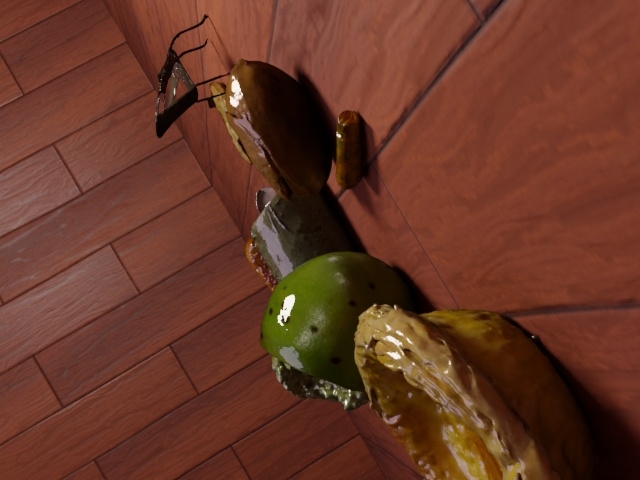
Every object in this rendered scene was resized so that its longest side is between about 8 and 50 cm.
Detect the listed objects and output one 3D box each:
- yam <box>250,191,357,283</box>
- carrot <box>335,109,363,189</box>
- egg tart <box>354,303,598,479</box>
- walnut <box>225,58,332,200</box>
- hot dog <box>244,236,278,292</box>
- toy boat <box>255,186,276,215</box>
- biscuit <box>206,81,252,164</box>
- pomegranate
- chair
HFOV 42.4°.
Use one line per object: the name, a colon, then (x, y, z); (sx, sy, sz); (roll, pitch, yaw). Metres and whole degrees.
yam: (-0.013, 0.032, 1.510); (0.304, 0.168, 0.168); (59, 171, -7)
carrot: (0.039, -0.121, 1.118); (0.042, 0.042, 0.171); (55, 167, 23)
egg tart: (0.190, 0.210, 0.964); (0.388, 0.169, 0.388); (53, 168, 17)
walnut: (-0.060, -0.165, 1.243); (0.245, 0.137, 0.137); (54, 174, -26)
hot dog: (-0.046, 0.108, 2.051); (0.349, 0.117, 0.158); (54, 144, -10)
toy boat: (-0.047, -0.022, 1.798); (0.206, 0.096, 0.282); (43, 177, 11)
biscuit: (-0.200, -0.268, 1.942); (0.203, 0.041, 0.260); (54, 170, 15)
pomegranate: (0.061, 0.145, 1.285); (0.340, 0.260, 0.260); (10, 138, 36)
chair: (-0.272, -0.314, 1.651); (0.149, 0.213, 0.174); (53, 169, 3)
